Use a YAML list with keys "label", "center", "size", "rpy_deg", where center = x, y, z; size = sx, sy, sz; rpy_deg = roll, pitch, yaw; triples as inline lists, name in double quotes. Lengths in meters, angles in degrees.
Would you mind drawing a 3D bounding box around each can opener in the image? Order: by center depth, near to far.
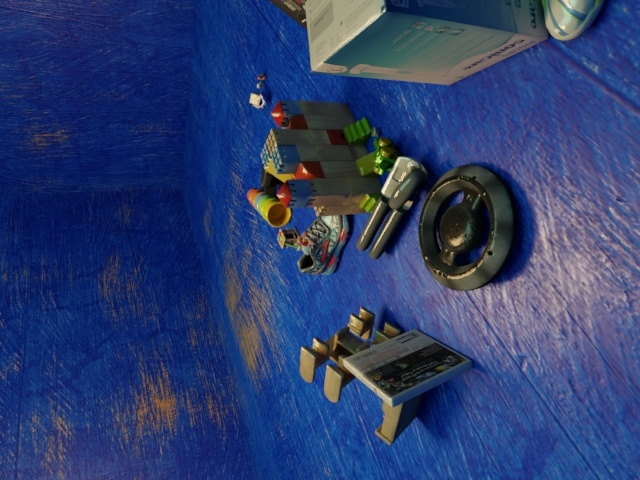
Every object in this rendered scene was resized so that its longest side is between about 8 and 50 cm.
- label: "can opener"
  center: [0.146, -0.063, 0.977]
  size: [0.074, 0.093, 0.280]
  rpy_deg: [36, 137, 13]

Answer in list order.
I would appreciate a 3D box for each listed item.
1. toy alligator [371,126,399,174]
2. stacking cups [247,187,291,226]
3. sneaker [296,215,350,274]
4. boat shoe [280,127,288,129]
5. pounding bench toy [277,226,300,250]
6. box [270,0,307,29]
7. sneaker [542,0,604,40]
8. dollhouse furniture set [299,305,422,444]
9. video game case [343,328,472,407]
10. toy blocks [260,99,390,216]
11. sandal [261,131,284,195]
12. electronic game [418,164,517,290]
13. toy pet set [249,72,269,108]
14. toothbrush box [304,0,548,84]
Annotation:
- label: "toy alligator"
  center: [0.147, -0.201, 0.998]
  size: [0.189, 0.051, 0.056]
  rpy_deg: [-89, 14, -49]
- label: "stacking cups"
  center: [-0.211, -0.145, 1.691]
  size: [0.316, 0.096, 0.095]
  rpy_deg: [-140, 50, -57]
- label: "sneaker"
  center: [0.000, 0.000, 1.251]
  size: [0.104, 0.125, 0.261]
  rpy_deg: [54, 141, 45]
- label: "boat shoe"
  center: [-0.061, -0.322, 1.359]
  size: [0.227, 0.079, 0.081]
  rpy_deg: [54, 127, 47]
- label: "pounding bench toy"
  center: [-0.108, 0.002, 1.538]
  size: [0.083, 0.065, 0.052]
  rpy_deg: [61, 145, 38]
- label: "box"
  center: [0.011, -0.600, 1.010]
  size: [0.143, 0.165, 0.270]
  rpy_deg: [-63, 28, -2]
- label: "sneaker"
  center: [0.300, -0.386, 0.566]
  size: [0.091, 0.126, 0.239]
  rpy_deg: [20, 112, 62]
- label: "dollhouse furniture set"
  center: [0.104, 0.308, 1.015]
  size: [0.242, 0.212, 0.160]
  rpy_deg: [29, 129, 34]
- label: "video game case"
  center: [0.169, 0.245, 0.885]
  size: [0.173, 0.191, 0.022]
  rpy_deg: [22, 124, 61]
- label: "toy blocks"
  center: [-0.020, -0.205, 1.099]
  size: [0.190, 0.261, 0.381]
  rpy_deg: [-54, 47, 54]
- label: "sandal"
  center: [-0.132, -0.239, 1.450]
  size: [0.446, 0.107, 0.167]
  rpy_deg: [179, 96, -85]
- label: "electronic game"
  center: [0.258, -0.023, 0.812]
  size: [0.229, 0.048, 0.229]
  rpy_deg: [-11, 78, 61]
- label: "toy pet set"
  center: [-0.217, -0.551, 1.684]
  size: [0.114, 0.065, 0.122]
  rpy_deg: [-71, 0, -55]
- label: "toothbrush box"
  center: [0.155, -0.339, 0.680]
  size: [0.216, 0.296, 0.126]
  rpy_deg: [178, 88, -65]
